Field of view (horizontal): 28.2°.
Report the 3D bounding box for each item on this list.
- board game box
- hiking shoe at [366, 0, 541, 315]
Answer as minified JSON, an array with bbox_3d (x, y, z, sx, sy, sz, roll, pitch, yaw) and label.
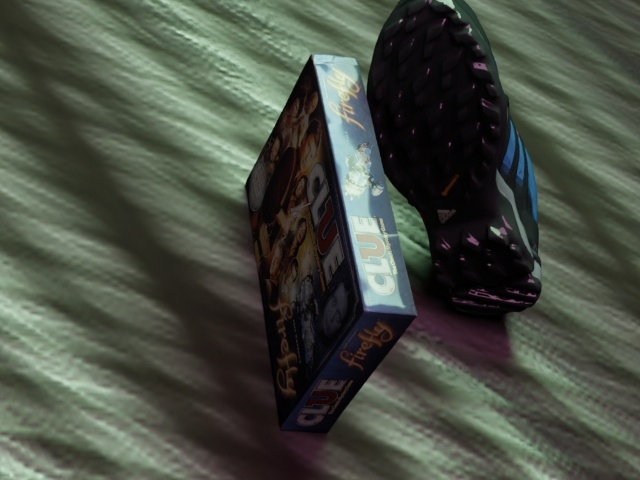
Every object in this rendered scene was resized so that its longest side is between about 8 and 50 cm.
[{"bbox_3d":[0.000,0.000,0.978,0.042,0.165,0.243,7,50,-22],"label":"board game box"},{"bbox_3d":[0.112,-0.082,1.058,0.113,0.304,0.132,-7,36,15],"label":"hiking shoe"}]
